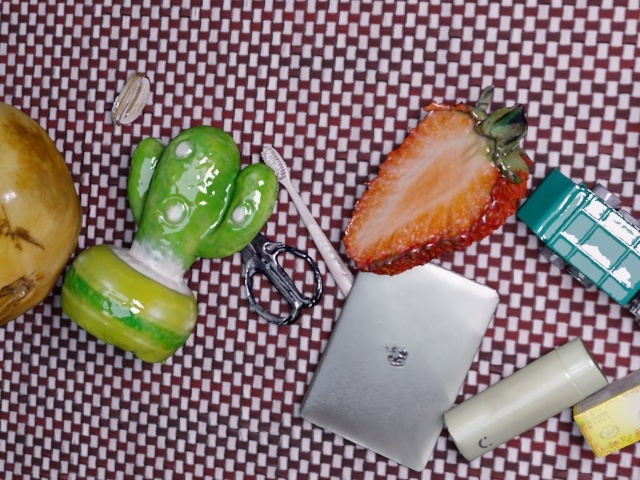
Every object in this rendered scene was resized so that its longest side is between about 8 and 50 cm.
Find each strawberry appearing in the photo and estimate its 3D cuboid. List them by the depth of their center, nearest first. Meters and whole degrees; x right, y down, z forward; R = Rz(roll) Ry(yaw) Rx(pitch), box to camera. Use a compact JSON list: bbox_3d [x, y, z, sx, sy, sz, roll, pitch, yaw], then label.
[{"bbox_3d":[0.160,-0.060,1.129,0.286,0.106,0.188,-42,52,18],"label":"strawberry"}]

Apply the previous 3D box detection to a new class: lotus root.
[{"bbox_3d":[-0.273,-0.203,1.288,0.037,0.030,0.083,38,99,43],"label":"lotus root"}]

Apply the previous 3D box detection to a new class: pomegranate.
[{"bbox_3d":[-0.497,-0.034,1.210,0.333,0.332,0.332,0,91,15],"label":"pomegranate"}]

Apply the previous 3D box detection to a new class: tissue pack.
[{"bbox_3d":[0.399,0.192,1.078,0.176,0.095,0.062,-31,84,13],"label":"tissue pack"}]

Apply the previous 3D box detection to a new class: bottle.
[{"bbox_3d":[0.259,0.202,1.129,0.201,0.072,0.072,-33,83,14],"label":"bottle"}]

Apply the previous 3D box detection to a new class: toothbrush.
[{"bbox_3d":[0.000,0.000,1.218,0.025,0.029,0.307,-32,83,10],"label":"toothbrush"}]

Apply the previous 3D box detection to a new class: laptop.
[{"bbox_3d":[0.103,0.154,1.189,0.188,0.015,0.269,23,97,5],"label":"laptop"}]

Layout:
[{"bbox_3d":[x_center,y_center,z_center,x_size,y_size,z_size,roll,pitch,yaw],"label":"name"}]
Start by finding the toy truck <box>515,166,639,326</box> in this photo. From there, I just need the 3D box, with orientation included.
[{"bbox_3d":[0.357,0.019,1.075,0.253,0.124,0.114,41,103,13],"label":"toy truck"}]

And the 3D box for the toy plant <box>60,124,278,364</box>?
[{"bbox_3d":[-0.205,-0.009,1.208,0.224,0.184,0.315,34,92,24],"label":"toy plant"}]

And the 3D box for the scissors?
[{"bbox_3d":[-0.111,-0.015,1.253,0.109,0.022,0.300,-40,81,9],"label":"scissors"}]
